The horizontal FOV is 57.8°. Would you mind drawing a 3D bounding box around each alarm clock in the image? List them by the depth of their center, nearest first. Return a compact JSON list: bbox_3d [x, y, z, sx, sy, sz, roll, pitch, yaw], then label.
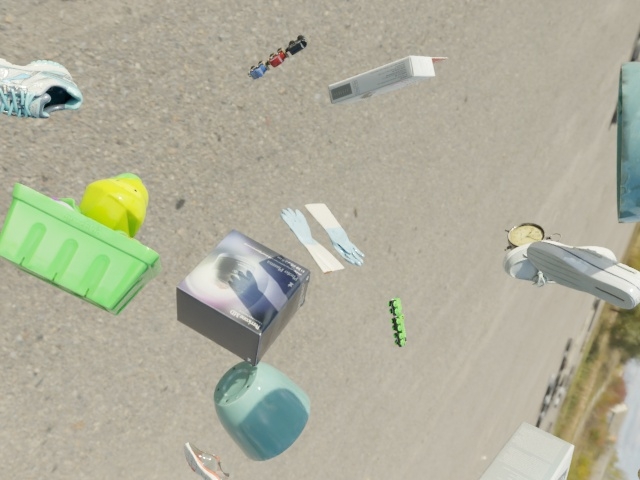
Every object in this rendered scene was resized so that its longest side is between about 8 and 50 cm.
[{"bbox_3d":[0.756,-0.002,2.064,0.064,0.191,0.129,63,33,-37],"label":"alarm clock"}]

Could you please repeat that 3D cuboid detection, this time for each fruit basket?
[{"bbox_3d":[-0.556,-0.038,1.458,0.392,0.392,0.283,-59,-176,-19],"label":"fruit basket"}]

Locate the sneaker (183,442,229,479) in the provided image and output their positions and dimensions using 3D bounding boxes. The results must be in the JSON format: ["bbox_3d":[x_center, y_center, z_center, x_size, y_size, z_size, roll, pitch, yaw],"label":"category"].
[{"bbox_3d":[-0.314,0.614,1.602,0.064,0.158,0.061,-29,154,-44],"label":"sneaker"}]

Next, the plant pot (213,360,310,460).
[{"bbox_3d":[-0.217,0.546,1.949,0.293,0.293,0.235,-53,122,-29],"label":"plant pot"}]

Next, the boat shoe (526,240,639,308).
[{"bbox_3d":[0.527,0.056,1.152,0.076,0.226,0.083,-42,147,-24],"label":"boat shoe"}]

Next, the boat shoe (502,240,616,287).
[{"bbox_3d":[0.688,0.077,1.656,0.103,0.320,0.118,-82,175,-58],"label":"boat shoe"}]

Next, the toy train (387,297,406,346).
[{"bbox_3d":[0.128,0.134,0.952,0.023,0.017,0.083,-22,104,-45],"label":"toy train"}]

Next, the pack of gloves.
[{"bbox_3d":[0.000,0.000,1.537,0.195,0.232,0.046,-6,141,-49],"label":"pack of gloves"}]

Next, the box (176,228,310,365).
[{"bbox_3d":[-0.232,0.167,1.767,0.294,0.296,0.183,-52,163,-40],"label":"box"}]

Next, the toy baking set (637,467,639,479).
[{"bbox_3d":[0.390,0.212,0.445,0.030,0.196,0.256,-48,169,-37],"label":"toy baking set"}]

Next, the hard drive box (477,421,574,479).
[{"bbox_3d":[0.289,0.424,0.886,0.232,0.089,0.181,-26,126,-43],"label":"hard drive box"}]

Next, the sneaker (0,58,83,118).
[{"bbox_3d":[-0.622,-0.305,1.190,0.283,0.122,0.110,-27,154,-48],"label":"sneaker"}]

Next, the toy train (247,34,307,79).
[{"bbox_3d":[-0.096,-0.402,1.284,0.027,0.158,0.036,44,28,-42],"label":"toy train"}]

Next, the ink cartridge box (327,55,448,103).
[{"bbox_3d":[0.197,-0.453,1.646,0.238,0.275,0.060,-19,98,-51],"label":"ink cartridge box"}]

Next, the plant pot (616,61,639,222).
[{"bbox_3d":[0.636,-0.175,1.026,0.290,0.195,0.291,-4,95,-64],"label":"plant pot"}]
